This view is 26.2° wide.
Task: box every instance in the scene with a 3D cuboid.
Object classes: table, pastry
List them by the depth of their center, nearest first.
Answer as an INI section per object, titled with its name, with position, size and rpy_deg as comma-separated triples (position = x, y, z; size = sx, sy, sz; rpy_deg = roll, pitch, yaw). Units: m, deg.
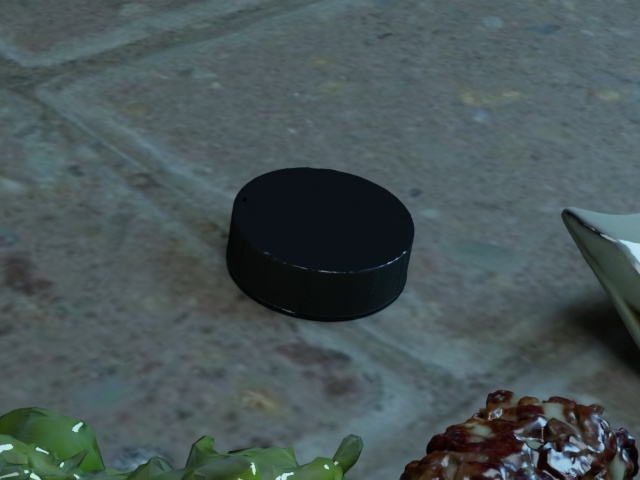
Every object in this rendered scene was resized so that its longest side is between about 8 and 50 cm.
[pastry]
position = 0.091, 0.161, 0.745
size = 0.115, 0.097, 0.208
rpy_deg = 21, 37, 34
[table]
position = 0.000, 0.000, 0.995
size = 0.133, 0.043, 0.133
rpy_deg = 6, 35, -4

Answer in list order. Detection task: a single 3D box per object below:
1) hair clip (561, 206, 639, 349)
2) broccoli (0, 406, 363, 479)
[hair clip]
position = 0.316, 0.056, 0.941
size = 0.172, 0.113, 0.282
rpy_deg = -23, 40, -37
[broccoli]
position = -0.098, 0.166, 0.533
size = 0.353, 0.275, 0.397
rpy_deg = 23, 9, 22
